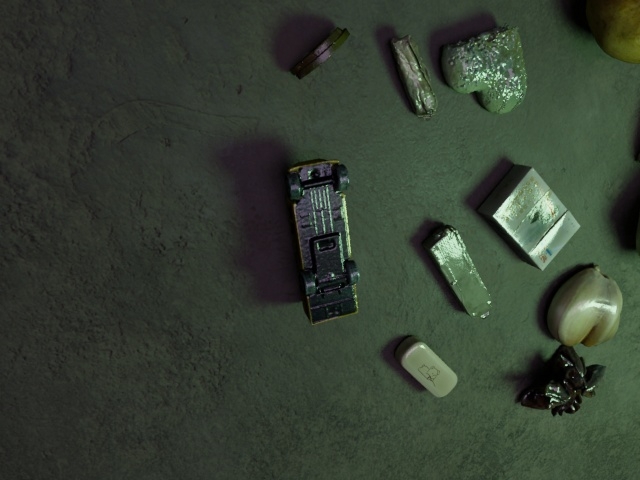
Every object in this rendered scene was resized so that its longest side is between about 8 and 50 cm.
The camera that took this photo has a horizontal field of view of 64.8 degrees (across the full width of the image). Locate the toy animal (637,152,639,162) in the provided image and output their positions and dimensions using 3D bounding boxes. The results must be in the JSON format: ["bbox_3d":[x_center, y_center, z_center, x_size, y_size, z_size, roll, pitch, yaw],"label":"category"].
[{"bbox_3d":[0.926,-0.235,1.257,0.197,0.171,0.172,6,105,-12],"label":"toy animal"}]

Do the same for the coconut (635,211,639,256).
[{"bbox_3d":[0.939,-0.025,1.281,0.247,0.245,0.245,-2,108,-26],"label":"coconut"}]

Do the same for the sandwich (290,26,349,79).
[{"bbox_3d":[0.003,-0.358,0.952,0.135,0.067,0.029,-43,111,-2],"label":"sandwich"}]

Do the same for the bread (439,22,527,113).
[{"bbox_3d":[0.367,-0.373,1.071,0.232,0.064,0.173,24,100,-25],"label":"bread"}]

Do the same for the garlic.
[{"bbox_3d":[0.719,0.188,1.348,0.217,0.110,0.228,-3,108,-14],"label":"garlic"}]

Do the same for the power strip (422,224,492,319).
[{"bbox_3d":[0.339,0.083,1.218,0.080,0.048,0.286,-37,115,-2],"label":"power strip"}]

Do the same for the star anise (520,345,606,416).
[{"bbox_3d":[0.686,0.402,1.401,0.282,0.129,0.213,10,110,-30],"label":"star anise"}]

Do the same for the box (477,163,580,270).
[{"bbox_3d":[0.505,-0.053,1.219,0.233,0.067,0.149,39,93,-25],"label":"box"}]

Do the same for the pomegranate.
[{"bbox_3d":[0.693,-0.504,1.048,0.260,0.260,0.261,-6,109,-17],"label":"pomegranate"}]

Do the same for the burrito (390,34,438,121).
[{"bbox_3d":[0.198,-0.332,1.039,0.058,0.045,0.188,-20,117,16],"label":"burrito"}]

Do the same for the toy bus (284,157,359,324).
[{"bbox_3d":[0.000,0.000,1.037,0.121,0.123,0.336,-13,110,-13],"label":"toy bus"}]

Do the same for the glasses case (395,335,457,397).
[{"bbox_3d":[0.268,0.319,1.270,0.083,0.050,0.196,-46,115,2],"label":"glasses case"}]
